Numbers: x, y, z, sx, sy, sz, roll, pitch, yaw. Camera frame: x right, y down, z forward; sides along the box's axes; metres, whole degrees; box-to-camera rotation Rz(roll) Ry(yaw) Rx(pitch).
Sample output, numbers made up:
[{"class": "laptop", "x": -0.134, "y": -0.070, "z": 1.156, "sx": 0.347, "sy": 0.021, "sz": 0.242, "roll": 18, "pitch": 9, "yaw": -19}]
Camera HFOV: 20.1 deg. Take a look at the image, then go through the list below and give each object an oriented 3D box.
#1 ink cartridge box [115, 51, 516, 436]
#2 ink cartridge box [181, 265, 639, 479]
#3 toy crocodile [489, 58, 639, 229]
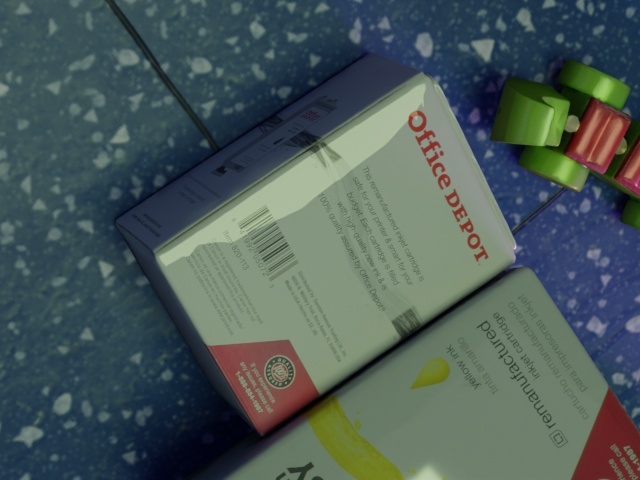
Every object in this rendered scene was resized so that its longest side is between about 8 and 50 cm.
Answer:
[{"class": "ink cartridge box", "x": 0.000, "y": 0.000, "z": 1.568, "sx": 0.283, "sy": 0.117, "sz": 0.207, "roll": -34, "pitch": 116, "yaw": -12}, {"class": "ink cartridge box", "x": 0.087, "y": 0.244, "z": 1.600, "sx": 0.385, "sy": 0.160, "sz": 0.279, "roll": -34, "pitch": 92, "yaw": -14}, {"class": "toy crocodile", "x": 0.297, "y": -0.074, "z": 1.691, "sx": 0.341, "sy": 0.105, "sz": 0.115, "roll": 24, "pitch": 94, "yaw": -29}]
